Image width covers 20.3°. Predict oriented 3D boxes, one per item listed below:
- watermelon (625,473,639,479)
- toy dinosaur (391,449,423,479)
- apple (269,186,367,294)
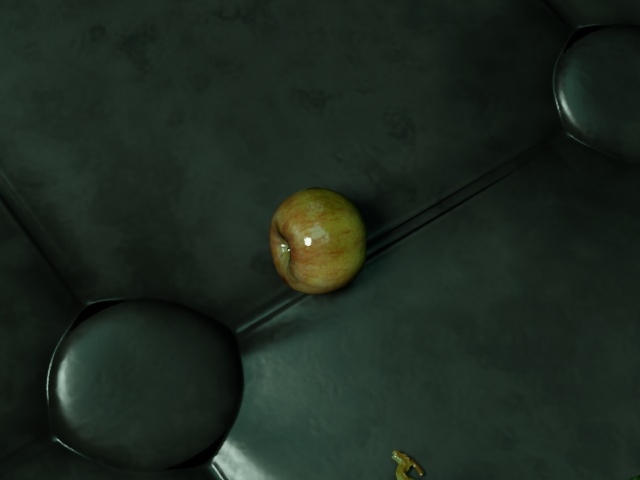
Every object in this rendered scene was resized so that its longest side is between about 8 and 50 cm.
[{"bbox_3d":[0.261,0.244,1.219,0.141,0.140,0.187,-16,66,-16],"label":"watermelon"},{"bbox_3d":[0.073,0.198,1.288,0.041,0.026,0.113,-7,49,-31],"label":"toy dinosaur"},{"bbox_3d":[0.000,0.000,1.370,0.071,0.084,0.084,-10,61,-21],"label":"apple"}]
